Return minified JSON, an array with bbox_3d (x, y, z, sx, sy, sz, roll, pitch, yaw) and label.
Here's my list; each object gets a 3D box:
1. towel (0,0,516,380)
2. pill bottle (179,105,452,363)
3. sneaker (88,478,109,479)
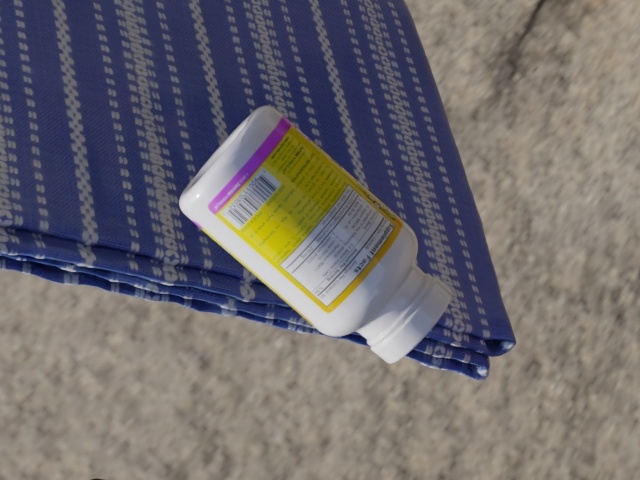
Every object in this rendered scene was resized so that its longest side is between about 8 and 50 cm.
[{"bbox_3d":[-0.078,-0.066,0.820,0.336,0.243,0.040,14,136,-33],"label":"towel"},{"bbox_3d":[0.000,0.000,0.588,0.083,0.043,0.043,42,121,-8],"label":"pill bottle"},{"bbox_3d":[-0.053,0.094,0.447,0.162,0.063,0.073,160,98,-68],"label":"sneaker"}]
